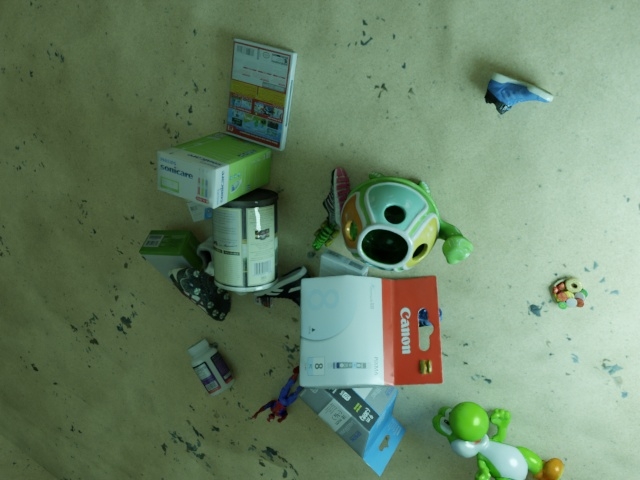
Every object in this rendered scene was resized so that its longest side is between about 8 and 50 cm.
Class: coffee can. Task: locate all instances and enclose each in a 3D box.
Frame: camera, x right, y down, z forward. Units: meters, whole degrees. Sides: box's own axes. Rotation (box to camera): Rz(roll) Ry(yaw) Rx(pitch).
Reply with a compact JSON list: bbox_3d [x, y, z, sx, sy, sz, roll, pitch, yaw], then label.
[{"bbox_3d":[-0.229,-0.007,1.808,0.202,0.201,0.275,9,108,27],"label":"coffee can"}]

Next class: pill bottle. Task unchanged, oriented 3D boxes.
[{"bbox_3d":[-0.404,0.460,2.172,0.108,0.108,0.193,-29,93,35],"label":"pill bottle"}]

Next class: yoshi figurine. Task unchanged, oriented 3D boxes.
[{"bbox_3d":[0.487,0.581,1.667,0.362,0.204,0.203,32,106,18],"label":"yoshi figurine"}]

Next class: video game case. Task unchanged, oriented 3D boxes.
[{"bbox_3d":[-0.177,-0.424,1.734,0.204,0.025,0.285,21,118,21],"label":"video game case"}]

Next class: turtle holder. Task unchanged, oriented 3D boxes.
[{"bbox_3d":[0.202,-0.014,1.545,0.320,0.227,0.243,39,117,-9],"label":"turtle holder"}]

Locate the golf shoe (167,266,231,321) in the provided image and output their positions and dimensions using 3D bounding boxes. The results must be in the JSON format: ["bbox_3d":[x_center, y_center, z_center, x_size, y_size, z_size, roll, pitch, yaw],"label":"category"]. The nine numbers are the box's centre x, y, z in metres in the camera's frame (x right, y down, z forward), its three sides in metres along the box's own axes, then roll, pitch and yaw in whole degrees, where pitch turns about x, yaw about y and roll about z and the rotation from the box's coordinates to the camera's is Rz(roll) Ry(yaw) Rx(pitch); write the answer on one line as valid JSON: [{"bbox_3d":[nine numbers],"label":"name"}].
[{"bbox_3d":[-0.404,0.174,2.024,0.120,0.105,0.272,11,148,38],"label":"golf shoe"}]

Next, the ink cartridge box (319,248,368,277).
[{"bbox_3d":[0.066,0.124,1.816,0.145,0.045,0.179,24,138,20],"label":"ink cartridge box"}]

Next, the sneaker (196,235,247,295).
[{"bbox_3d":[-0.334,0.100,1.980,0.232,0.115,0.090,50,125,4],"label":"sneaker"}]

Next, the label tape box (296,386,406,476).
[{"bbox_3d":[0.126,0.496,1.799,0.334,0.241,0.106,42,122,8],"label":"label tape box"}]

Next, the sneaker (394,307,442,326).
[{"bbox_3d":[0.241,0.223,1.728,0.232,0.081,0.090,5,131,24],"label":"sneaker"}]

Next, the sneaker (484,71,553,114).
[{"bbox_3d":[0.455,-0.327,1.383,0.152,0.058,0.084,28,115,23],"label":"sneaker"}]

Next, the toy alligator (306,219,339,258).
[{"bbox_3d":[0.000,0.000,1.785,0.056,0.051,0.189,43,124,9],"label":"toy alligator"}]

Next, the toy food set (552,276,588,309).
[{"bbox_3d":[0.626,0.134,1.495,0.083,0.020,0.082,-24,96,34],"label":"toy food set"}]

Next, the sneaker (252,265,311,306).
[{"bbox_3d":[-0.108,0.172,1.891,0.217,0.079,0.121,-23,109,32],"label":"sneaker"}]

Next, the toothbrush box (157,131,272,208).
[{"bbox_3d":[-0.303,-0.213,1.735,0.206,0.283,0.122,19,117,22],"label":"toothbrush box"}]

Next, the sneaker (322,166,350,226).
[{"bbox_3d":[0.040,-0.124,1.705,0.075,0.063,0.170,5,105,42],"label":"sneaker"}]

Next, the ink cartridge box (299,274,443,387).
[{"bbox_3d":[0.132,0.247,1.646,0.385,0.091,0.308,-7,68,19],"label":"ink cartridge box"}]

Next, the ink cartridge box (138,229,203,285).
[{"bbox_3d":[-0.476,0.078,2.079,0.189,0.097,0.255,1,144,29],"label":"ink cartridge box"}]

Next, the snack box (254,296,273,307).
[{"bbox_3d":[-0.189,0.135,1.967,0.064,0.022,0.178,12,115,25],"label":"snack box"}]

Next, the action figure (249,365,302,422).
[{"bbox_3d":[-0.139,0.561,2.047,0.091,0.139,0.280,40,126,12],"label":"action figure"}]

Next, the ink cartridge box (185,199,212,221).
[{"bbox_3d":[-0.391,-0.161,1.942,0.104,0.061,0.181,-11,104,32],"label":"ink cartridge box"}]
